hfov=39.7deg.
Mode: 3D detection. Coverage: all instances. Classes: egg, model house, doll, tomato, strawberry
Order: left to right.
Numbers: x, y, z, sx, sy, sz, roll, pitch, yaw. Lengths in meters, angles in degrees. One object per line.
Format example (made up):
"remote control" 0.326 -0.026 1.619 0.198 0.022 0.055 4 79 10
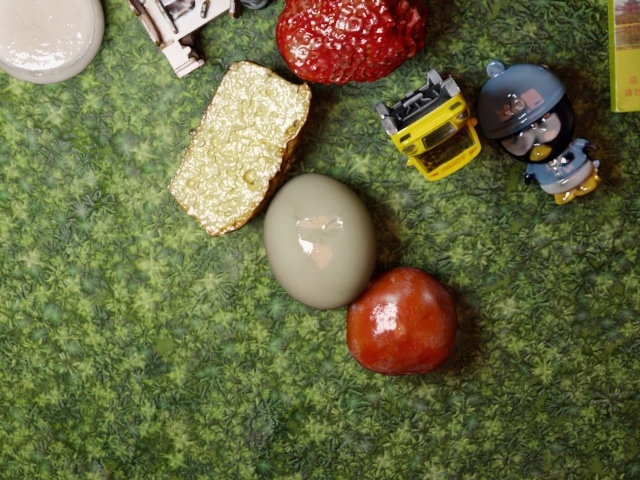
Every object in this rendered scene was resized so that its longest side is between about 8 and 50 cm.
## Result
"model house" -0.244 -0.499 1.633 0.244 0.169 0.326 -29 99 6
"egg" 0.000 0.000 1.699 0.219 0.219 0.269 -18 84 6
"strawberry" 0.057 -0.416 1.607 0.257 0.261 0.261 -33 100 28
"tomato" 0.160 0.162 1.749 0.231 0.188 0.232 0 101 0
"doll" 0.409 -0.212 1.682 0.177 0.141 0.314 -29 107 34

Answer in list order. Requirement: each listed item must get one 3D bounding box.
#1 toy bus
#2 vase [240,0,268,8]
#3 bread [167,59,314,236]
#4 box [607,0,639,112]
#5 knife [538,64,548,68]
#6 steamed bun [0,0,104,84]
"toy bus" 0.197 -0.204 1.597 0.144 0.330 0.152 -32 102 9
"vase" -0.121 -0.452 1.613 0.059 0.211 0.060 0 103 0
"bread" -0.143 -0.180 1.693 0.194 0.179 0.340 30 104 -2
"box" 0.641 -0.418 1.678 0.186 0.047 0.335 -5 101 4
"knife" 0.430 -0.294 1.730 0.027 0.010 0.096 -1 102 3
"steamed bun" -0.524 -0.410 1.673 0.231 0.145 0.232 -1 97 -11
